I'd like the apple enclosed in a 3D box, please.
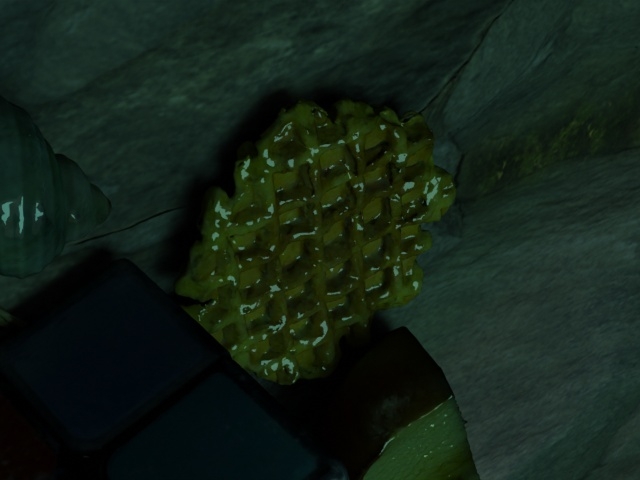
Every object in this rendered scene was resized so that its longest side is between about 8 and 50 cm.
[{"bbox_3d":[0.079,0.221,1.582,0.346,0.179,0.254,67,32,-61],"label":"apple"}]

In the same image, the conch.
[{"bbox_3d":[-0.277,-0.044,1.048,0.277,0.195,0.220,16,80,-24],"label":"conch"}]

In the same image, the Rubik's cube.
[{"bbox_3d":[-0.161,0.265,1.274,0.318,0.316,0.313,-38,146,-18],"label":"Rubik's cube"}]

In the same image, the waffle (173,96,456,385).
[{"bbox_3d":[0.000,0.000,1.430,0.325,0.068,0.302,17,108,-52],"label":"waffle"}]

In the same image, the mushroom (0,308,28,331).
[{"bbox_3d":[-0.310,0.043,1.196,0.286,0.028,0.026,34,52,-53],"label":"mushroom"}]
